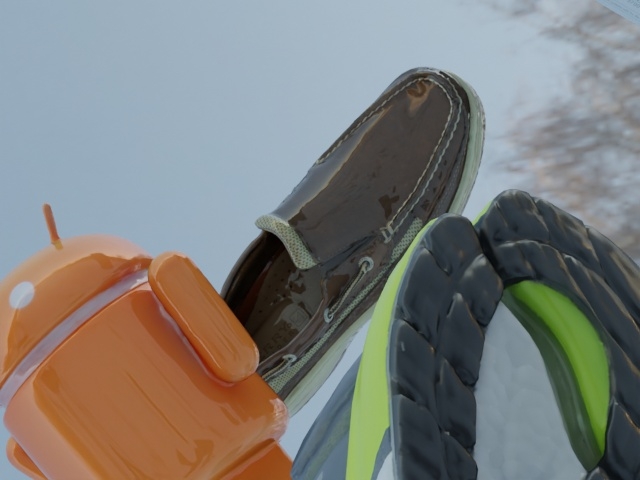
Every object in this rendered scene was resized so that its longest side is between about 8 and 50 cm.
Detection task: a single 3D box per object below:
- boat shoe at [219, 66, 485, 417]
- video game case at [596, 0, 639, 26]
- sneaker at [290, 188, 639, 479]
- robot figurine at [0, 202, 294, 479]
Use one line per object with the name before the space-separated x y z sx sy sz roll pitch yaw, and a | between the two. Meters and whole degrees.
boat shoe | 0.006 0.004 1.190 0.257 0.095 0.095 -58 -29 6
video game case | 0.237 -0.203 1.175 0.269 0.244 0.061 30 -111 0
sneaker | 0.019 0.131 0.502 0.111 0.121 0.300 28 -130 -5
robot figurine | -0.106 0.088 1.083 0.128 0.158 0.219 -39 -100 -17
